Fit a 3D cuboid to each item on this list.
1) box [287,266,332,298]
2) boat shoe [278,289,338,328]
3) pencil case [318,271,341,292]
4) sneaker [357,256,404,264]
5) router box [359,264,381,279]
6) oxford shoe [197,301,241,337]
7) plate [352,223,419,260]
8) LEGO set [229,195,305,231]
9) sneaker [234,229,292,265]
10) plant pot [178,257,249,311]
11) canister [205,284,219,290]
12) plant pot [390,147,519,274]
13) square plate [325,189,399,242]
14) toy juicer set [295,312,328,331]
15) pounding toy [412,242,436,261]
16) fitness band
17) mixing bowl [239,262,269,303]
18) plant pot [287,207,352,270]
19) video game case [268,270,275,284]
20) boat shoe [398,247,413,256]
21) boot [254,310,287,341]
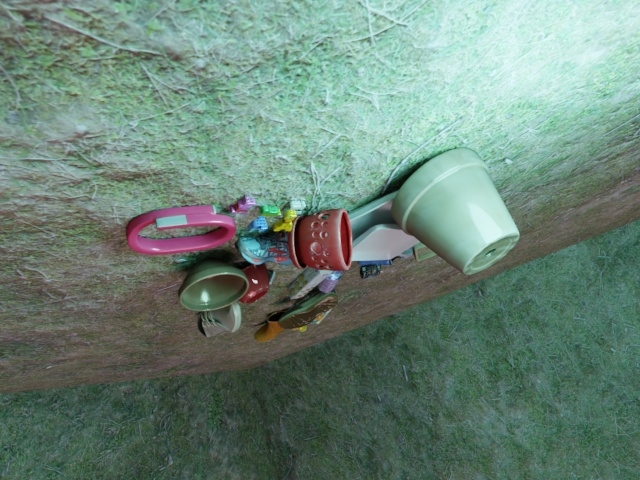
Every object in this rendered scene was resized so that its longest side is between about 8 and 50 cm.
[{"bbox_3d":[-0.052,0.174,1.969,0.063,0.067,0.324,-4,157,-31],"label":"box"},{"bbox_3d":[-0.070,0.332,2.271,0.342,0.123,0.123,-33,131,15],"label":"boat shoe"},{"bbox_3d":[0.041,0.168,2.009,0.088,0.086,0.206,-45,172,-24],"label":"pencil case"},{"bbox_3d":[0.262,0.079,1.948,0.209,0.082,0.069,-22,161,17],"label":"sneaker"},{"bbox_3d":[0.241,0.145,2.156,0.092,0.038,0.122,-16,159,-4],"label":"router box"},{"bbox_3d":[-0.443,0.330,1.935,0.130,0.169,0.449,-3,160,-28],"label":"oxford shoe"},{"bbox_3d":[0.229,0.004,1.618,0.277,0.045,0.278,0,156,-33],"label":"plate"},{"bbox_3d":[-0.124,-0.076,1.249,0.227,0.087,0.093,-2,155,-36],"label":"LEGO set"},{"bbox_3d":[-0.161,0.004,1.449,0.261,0.104,0.125,4,134,-52],"label":"sneaker"},{"bbox_3d":[-0.373,0.138,1.536,0.237,0.110,0.237,-16,148,-10],"label":"plant pot"},{"bbox_3d":[-0.428,0.186,1.699,0.126,0.073,0.170,-12,157,-15],"label":"canister"},{"bbox_3d":[0.417,-0.063,1.323,0.323,0.280,0.323,-22,148,-15],"label":"plant pot"},{"bbox_3d":[0.213,-0.067,1.560,0.347,0.049,0.344,-24,157,27],"label":"square plate"},{"bbox_3d":[-0.037,0.437,2.510,0.329,0.089,0.209,4,123,-46],"label":"toy juicer set"},{"bbox_3d":[0.460,0.009,1.926,0.141,0.100,0.130,-21,145,3],"label":"pounding toy"},{"bbox_3d":[-0.380,-0.025,1.237,0.290,0.054,0.209,-6,159,-24],"label":"fitness band"},{"bbox_3d":[-0.262,0.174,1.692,0.181,0.098,0.181,-32,165,-9],"label":"mixing bowl"},{"bbox_3d":[0.000,0.000,1.382,0.174,0.191,0.191,-3,163,17],"label":"plant pot"},{"bbox_3d":[-0.245,0.171,1.809,0.122,0.011,0.087,-23,-158,16],"label":"video game case"},{"bbox_3d":[0.278,0.023,1.842,0.226,0.083,0.075,13,157,-32],"label":"boat shoe"},{"bbox_3d":[-0.274,0.476,2.538,0.295,0.104,0.211,-24,154,3],"label":"boot"}]
